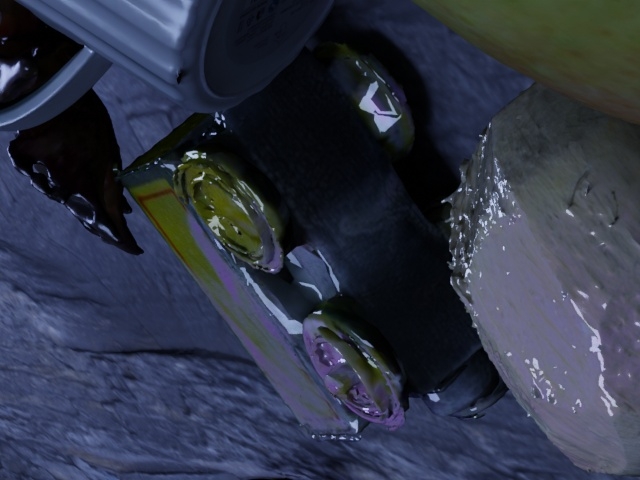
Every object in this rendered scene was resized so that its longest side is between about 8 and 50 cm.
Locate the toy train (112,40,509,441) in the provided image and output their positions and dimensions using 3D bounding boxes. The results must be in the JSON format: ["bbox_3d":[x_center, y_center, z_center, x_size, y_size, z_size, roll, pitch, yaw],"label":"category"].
[{"bbox_3d":[0.000,0.000,1.063,0.261,0.134,0.177,55,155,-12],"label":"toy train"}]

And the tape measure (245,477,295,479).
[{"bbox_3d":[-0.017,0.292,1.508,0.202,0.135,0.223,-11,124,52],"label":"tape measure"}]

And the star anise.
[{"bbox_3d":[-0.188,-0.095,1.148,0.272,0.102,0.272,-20,-90,-89],"label":"star anise"}]

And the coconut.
[{"bbox_3d":[0.150,0.014,0.795,0.194,0.194,0.194,37,153,23],"label":"coconut"}]

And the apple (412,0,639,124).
[{"bbox_3d":[0.112,-0.183,0.436,0.319,0.319,0.277,46,126,6],"label":"apple"}]

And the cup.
[{"bbox_3d":[-0.101,-0.157,0.953,0.202,0.167,0.221,36,134,18],"label":"cup"}]
